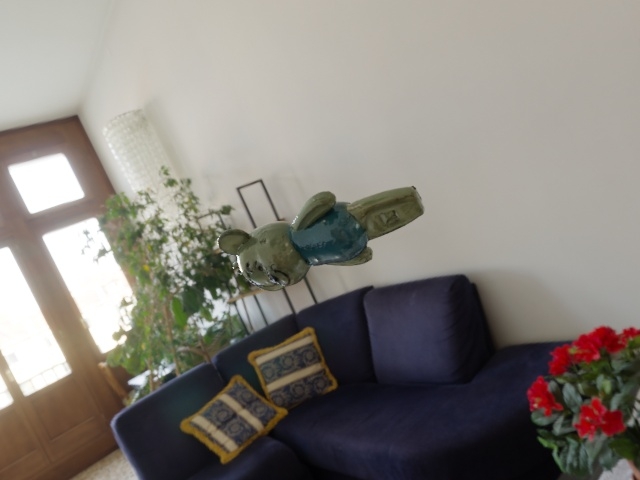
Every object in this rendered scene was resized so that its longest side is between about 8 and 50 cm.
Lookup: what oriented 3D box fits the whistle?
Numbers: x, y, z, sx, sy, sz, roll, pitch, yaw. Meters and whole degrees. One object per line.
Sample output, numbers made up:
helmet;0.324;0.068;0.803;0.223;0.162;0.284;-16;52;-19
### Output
whistle;0.000;0.000;0.524;0.236;0.114;0.077;-20;38;22
